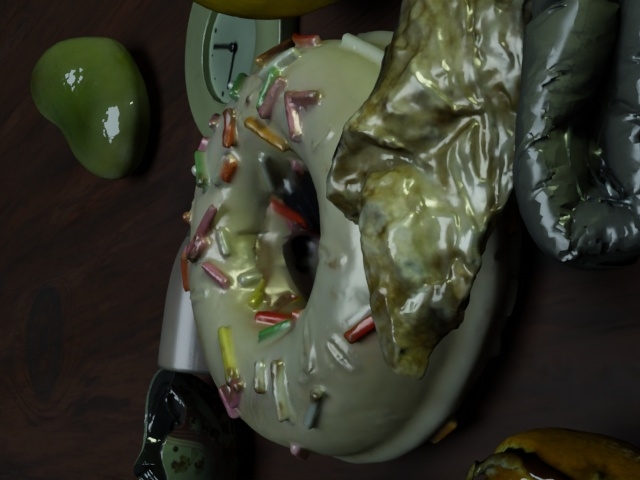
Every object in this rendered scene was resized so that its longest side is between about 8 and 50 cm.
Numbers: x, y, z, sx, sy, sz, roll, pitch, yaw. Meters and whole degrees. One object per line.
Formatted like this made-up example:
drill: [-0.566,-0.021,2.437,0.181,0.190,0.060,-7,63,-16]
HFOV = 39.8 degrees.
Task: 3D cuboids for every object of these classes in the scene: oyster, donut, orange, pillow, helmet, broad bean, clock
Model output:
oyster: [0.084,-0.090,0.546,0.110,0.166,0.341,21,87,12]
donut: [0.000,0.000,0.753,0.383,0.142,0.382,-8,80,55]
orange: [0.165,0.178,0.514,0.160,0.112,0.170,-24,101,48]
pillow: [0.165,-0.152,0.452,0.101,0.228,0.326,2,92,26]
helmet: [-0.144,0.233,0.992,0.177,0.107,0.153,-97,26,-50]
broad bean: [-0.320,-0.201,1.300,0.263,0.121,0.189,45,120,31]
clock: [-0.095,-0.222,1.020,0.235,0.029,0.235,-1,89,57]

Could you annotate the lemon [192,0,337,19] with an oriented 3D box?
lemon: [-0.053,-0.333,0.736,0.297,0.297,0.297,-7,82,56]

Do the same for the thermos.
thermos: [-0.117,0.046,0.976,0.137,0.105,0.193,118,156,-87]
